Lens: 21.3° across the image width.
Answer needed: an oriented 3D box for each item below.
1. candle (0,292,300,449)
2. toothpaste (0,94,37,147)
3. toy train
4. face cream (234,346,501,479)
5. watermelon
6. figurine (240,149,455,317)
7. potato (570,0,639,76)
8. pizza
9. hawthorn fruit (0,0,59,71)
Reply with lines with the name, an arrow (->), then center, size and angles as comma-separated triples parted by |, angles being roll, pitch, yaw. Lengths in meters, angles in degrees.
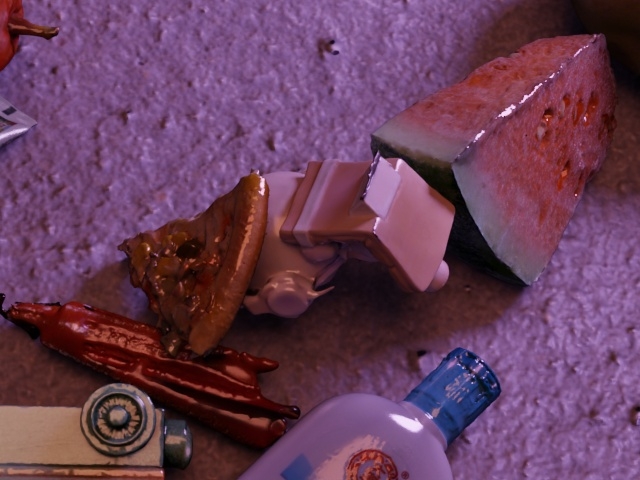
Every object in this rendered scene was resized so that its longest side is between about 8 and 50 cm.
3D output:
candle -> -0.161, 0.111, 1.560 | 0.302, 0.059, 0.084 | 19, 54, 3
toothpaste -> -0.367, -0.075, 1.599 | 0.067, 0.037, 0.255 | 33, 42, 14
toy train -> -0.254, 0.211, 1.479 | 0.285, 0.116, 0.177 | 2, 76, -7
face cream -> 0.031, 0.224, 1.513 | 0.337, 0.080, 0.163 | -41, 84, -22
watermelon -> 0.192, -0.097, 1.665 | 0.140, 0.193, 0.256 | 25, 63, 41
figurine -> -0.003, -0.002, 1.578 | 0.237, 0.141, 0.162 | -12, 46, 34
potato -> 0.395, -0.246, 1.736 | 0.351, 0.202, 0.218 | 43, 66, 1
pizza -> -0.129, 0.014, 1.553 | 0.052, 0.195, 0.185 | 29, 75, -38
hawthorn fruit -> -0.362, -0.224, 1.631 | 0.225, 0.196, 0.196 | 14, 63, -7
